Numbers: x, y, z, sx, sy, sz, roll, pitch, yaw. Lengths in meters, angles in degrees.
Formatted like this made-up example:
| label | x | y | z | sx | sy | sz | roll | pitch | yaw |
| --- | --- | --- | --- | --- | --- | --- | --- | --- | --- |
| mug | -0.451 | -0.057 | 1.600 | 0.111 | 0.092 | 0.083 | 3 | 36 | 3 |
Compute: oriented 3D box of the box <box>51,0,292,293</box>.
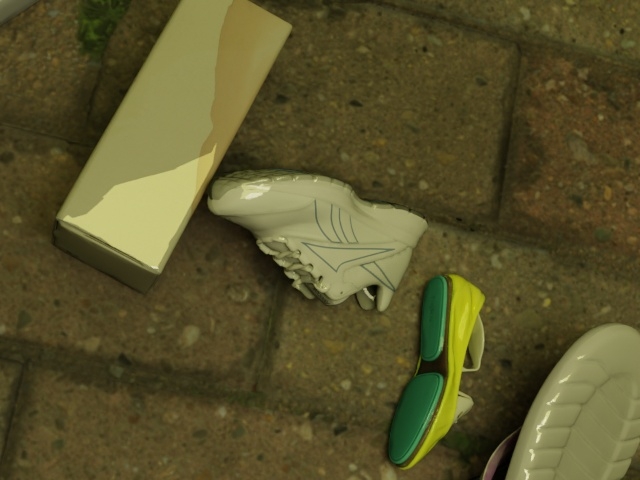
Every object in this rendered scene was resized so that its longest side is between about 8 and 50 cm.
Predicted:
| label | x | y | z | sx | sy | sz | roll | pitch | yaw |
| --- | --- | --- | --- | --- | --- | --- | --- | --- | --- |
| box | -0.162 | -0.112 | 1.388 | 0.121 | 0.148 | 0.311 | 29 | 75 | -7 |

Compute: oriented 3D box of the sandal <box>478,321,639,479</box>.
| label | x | y | z | sx | sy | sz | roll | pitch | yaw |
| --- | --- | --- | --- | --- | --- | --- | --- | --- | --- |
| sandal | 0.221 | 0.271 | 1.370 | 0.169 | 0.102 | 0.416 | 27 | 84 | -40 |

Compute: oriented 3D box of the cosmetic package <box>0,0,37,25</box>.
| label | x | y | z | sx | sy | sz | roll | pitch | yaw |
| --- | --- | --- | --- | --- | --- | --- | --- | --- | --- |
| cosmetic package | -0.423 | -0.361 | 1.399 | 0.377 | 0.097 | 0.284 | -39 | 93 | -18 |

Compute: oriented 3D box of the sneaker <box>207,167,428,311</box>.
| label | x | y | z | sx | sy | sz | roll | pitch | yaw |
| --- | --- | --- | --- | --- | --- | --- | --- | --- | --- |
| sneaker | 0.000 | 0.000 | 1.378 | 0.297 | 0.111 | 0.129 | 18 | 83 | -41 |

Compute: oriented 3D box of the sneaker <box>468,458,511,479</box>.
| label | x | y | z | sx | sy | sz | roll | pitch | yaw |
| --- | --- | --- | --- | --- | --- | --- | --- | --- | --- |
| sneaker | 0.225 | 0.291 | 1.452 | 0.170 | 0.051 | 0.089 | -21 | 81 | -20 |

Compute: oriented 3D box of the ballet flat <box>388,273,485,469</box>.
| label | x | y | z | sx | sy | sz | roll | pitch | yaw |
| --- | --- | --- | --- | --- | --- | --- | --- | --- | --- |
| ballet flat | 0.141 | 0.151 | 1.452 | 0.077 | 0.077 | 0.231 | 22 | 72 | -26 |
